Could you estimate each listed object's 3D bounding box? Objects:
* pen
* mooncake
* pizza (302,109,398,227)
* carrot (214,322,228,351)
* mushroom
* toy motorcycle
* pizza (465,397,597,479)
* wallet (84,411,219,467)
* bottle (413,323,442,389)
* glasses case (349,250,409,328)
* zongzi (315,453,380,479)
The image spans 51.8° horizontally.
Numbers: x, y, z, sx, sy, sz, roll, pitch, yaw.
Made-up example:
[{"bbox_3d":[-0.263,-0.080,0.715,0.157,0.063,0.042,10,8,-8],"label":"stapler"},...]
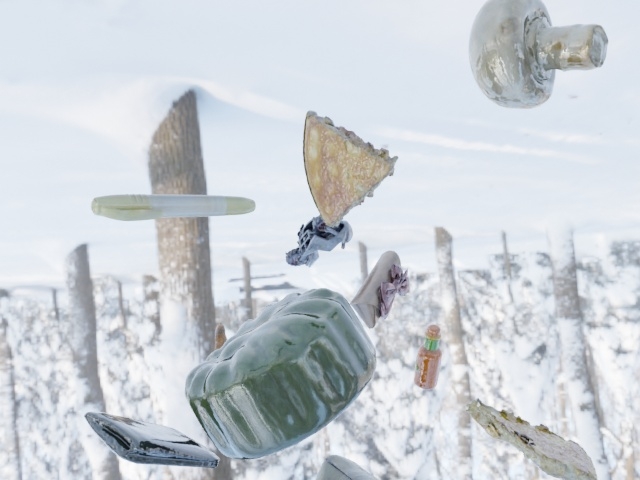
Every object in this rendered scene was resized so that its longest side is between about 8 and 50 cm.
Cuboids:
[{"bbox_3d":[-0.186,-0.044,0.876,0.233,0.032,0.040,-2,-143,-36],"label":"pen"},{"bbox_3d":[-0.075,0.233,1.220,0.351,0.187,0.351,-27,-172,4],"label":"mooncake"},{"bbox_3d":[0.054,-0.112,1.081,0.193,0.201,0.053,12,-155,40],"label":"pizza"},{"bbox_3d":[-0.275,0.333,1.825,0.061,0.209,0.061,0,177,0],"label":"carrot"},{"bbox_3d":[0.338,-0.319,1.079,0.206,0.206,0.209,-2,171,-23],"label":"mushroom"},{"bbox_3d":[0.000,0.000,1.658,0.122,0.080,0.215,10,141,-28],"label":"toy motorcycle"},{"bbox_3d":[0.444,0.430,1.384,0.297,0.071,0.189,30,-168,-2],"label":"pizza"},{"bbox_3d":[-0.319,0.386,1.265,0.169,0.052,0.245,18,170,38],"label":"wallet"},{"bbox_3d":[0.294,0.310,1.773,0.069,0.187,0.069,4,-153,-2],"label":"bottle"},{"bbox_3d":[0.154,0.115,1.484,0.070,0.102,0.193,-22,-158,44],"label":"glasses case"},{"bbox_3d":[0.047,0.736,1.549,0.174,0.393,0.356,39,163,-21],"label":"zongzi"}]
